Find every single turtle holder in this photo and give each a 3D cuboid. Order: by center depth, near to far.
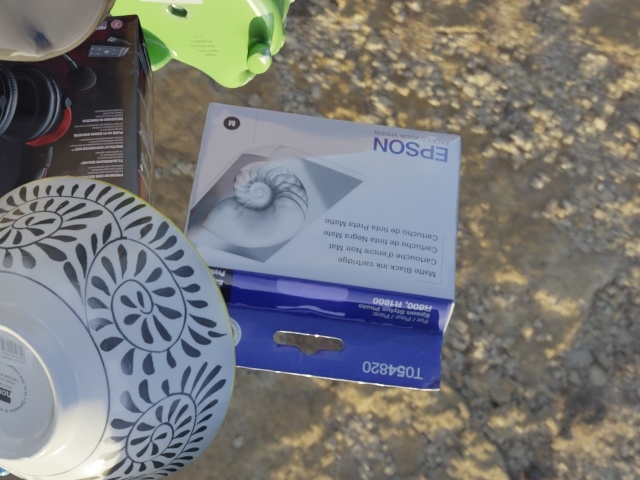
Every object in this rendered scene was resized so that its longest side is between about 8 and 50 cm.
[{"bbox_3d":[-0.119,-0.320,1.419,0.320,0.243,0.227,33,63,-32],"label":"turtle holder"}]

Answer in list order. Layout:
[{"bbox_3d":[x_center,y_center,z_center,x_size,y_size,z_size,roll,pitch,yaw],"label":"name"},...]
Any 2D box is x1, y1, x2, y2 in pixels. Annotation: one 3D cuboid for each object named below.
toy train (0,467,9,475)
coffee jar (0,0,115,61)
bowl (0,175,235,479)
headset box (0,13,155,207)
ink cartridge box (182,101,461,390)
[{"bbox_3d":[-0.328,0.199,1.346,0.105,0.080,0.184,-8,145,-34],"label":"toy train"},{"bbox_3d":[-0.096,-0.137,0.414,0.079,0.184,0.096,7,122,-2],"label":"coffee jar"},{"bbox_3d":[-0.134,0.059,0.584,0.080,0.170,0.170,-36,136,-61],"label":"bowl"},{"bbox_3d":[-0.271,-0.063,1.142,0.218,0.293,0.110,-4,152,0],"label":"headset box"},{"bbox_3d":[0.000,0.000,0.966,0.223,0.224,0.045,7,151,-3],"label":"ink cartridge box"}]
